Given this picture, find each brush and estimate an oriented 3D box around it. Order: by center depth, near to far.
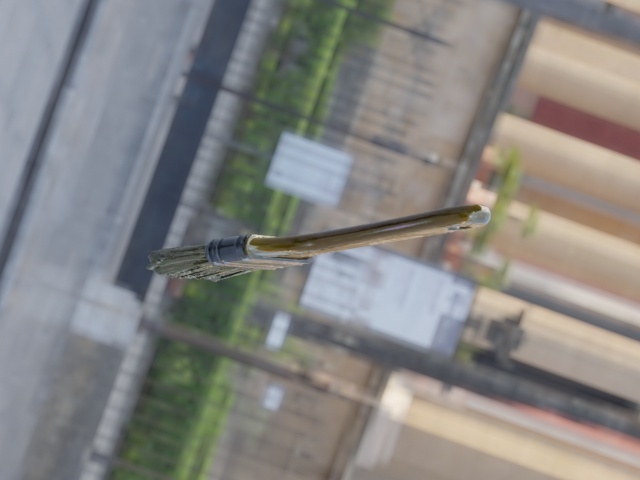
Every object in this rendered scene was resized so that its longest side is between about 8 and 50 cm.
[{"bbox_3d":[0.000,0.000,0.813,0.170,0.043,0.014,-10,-100,41],"label":"brush"}]
